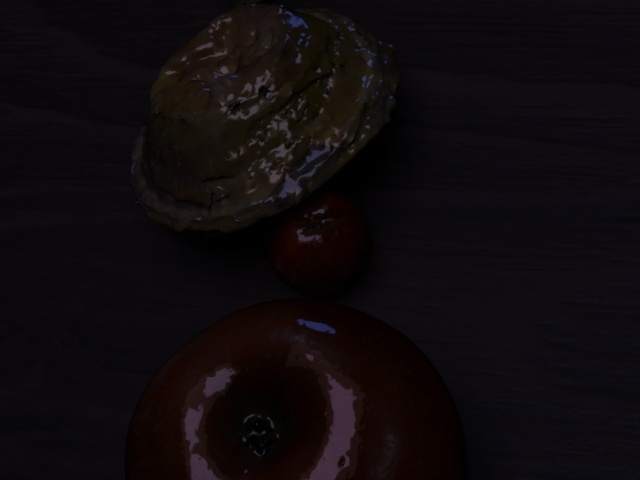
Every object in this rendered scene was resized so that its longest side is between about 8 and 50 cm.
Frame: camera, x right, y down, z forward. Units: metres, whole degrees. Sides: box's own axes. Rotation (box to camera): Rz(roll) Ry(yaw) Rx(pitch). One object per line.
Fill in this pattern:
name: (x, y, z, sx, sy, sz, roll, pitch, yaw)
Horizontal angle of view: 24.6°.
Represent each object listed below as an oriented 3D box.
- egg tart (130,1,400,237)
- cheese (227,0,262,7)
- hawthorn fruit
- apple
egg tart: (-0.081, -0.160, 1.678, 0.352, 0.150, 0.352, -18, 41, 17)
cheese: (-0.051, -0.458, 1.853, 0.243, 0.124, 0.265, -20, 64, 3)
hawthorn fruit: (0.000, 0.000, 1.644, 0.128, 0.128, 0.128, -6, 66, 14)
apple: (-0.027, 0.227, 1.466, 0.349, 0.277, 0.348, -6, 66, 13)
